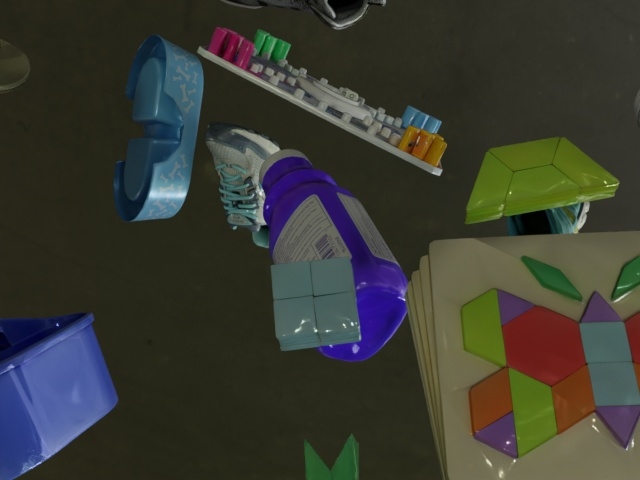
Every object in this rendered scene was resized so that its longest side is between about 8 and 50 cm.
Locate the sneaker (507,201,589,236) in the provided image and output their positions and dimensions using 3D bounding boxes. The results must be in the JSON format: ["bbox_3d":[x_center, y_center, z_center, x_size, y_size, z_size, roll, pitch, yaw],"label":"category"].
[{"bbox_3d":[0.304,-0.041,1.151,0.107,0.275,0.110,-15,132,26],"label":"sneaker"}]

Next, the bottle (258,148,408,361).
[{"bbox_3d":[0.000,0.000,0.920,0.092,0.283,0.118,17,118,-32],"label":"bottle"}]

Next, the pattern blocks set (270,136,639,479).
[{"bbox_3d":[0.141,0.062,0.421,0.324,0.286,0.026,-16,148,-4],"label":"pattern blocks set"}]

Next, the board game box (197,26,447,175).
[{"bbox_3d":[0.026,-0.241,1.374,0.389,0.390,0.050,27,105,-1],"label":"board game box"}]

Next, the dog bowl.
[{"bbox_3d":[-0.257,-0.173,1.350,0.074,0.298,0.166,7,-179,-33],"label":"dog bowl"}]

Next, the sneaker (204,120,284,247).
[{"bbox_3d":[-0.106,-0.079,1.331,0.110,0.122,0.283,16,160,30],"label":"sneaker"}]

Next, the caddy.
[{"bbox_3d":[-0.423,0.191,1.088,0.241,0.341,0.179,-18,97,20],"label":"caddy"}]

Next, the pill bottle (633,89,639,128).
[{"bbox_3d":[0.495,-0.133,1.121,0.108,0.194,0.108,-1,135,-1],"label":"pill bottle"}]

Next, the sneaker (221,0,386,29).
[{"bbox_3d":[-0.039,-0.364,1.190,0.268,0.153,0.101,0,115,-19],"label":"sneaker"}]

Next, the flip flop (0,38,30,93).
[{"bbox_3d":[-0.514,-0.299,1.175,0.080,0.112,0.277,-24,144,23],"label":"flip flop"}]
